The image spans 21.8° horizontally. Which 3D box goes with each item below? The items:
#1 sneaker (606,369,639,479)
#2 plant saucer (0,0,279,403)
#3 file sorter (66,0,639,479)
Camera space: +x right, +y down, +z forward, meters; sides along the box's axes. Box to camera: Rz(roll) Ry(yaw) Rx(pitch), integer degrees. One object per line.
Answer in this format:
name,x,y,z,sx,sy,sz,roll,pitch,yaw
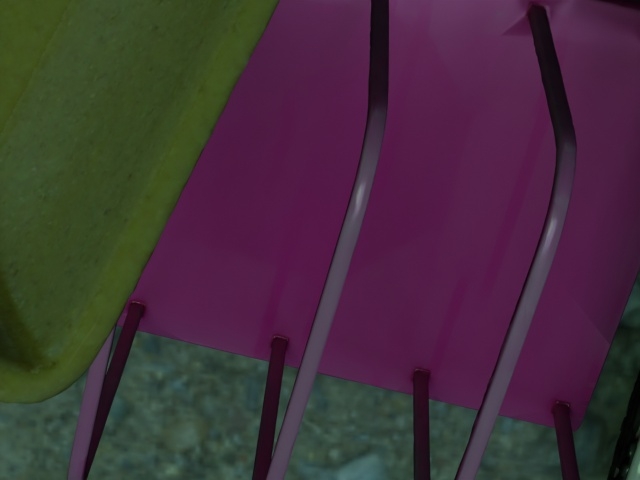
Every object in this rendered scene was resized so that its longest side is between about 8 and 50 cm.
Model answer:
sneaker,0.190,0.086,0.699,0.118,0.107,0.279,19,132,8
plant saucer,-0.150,-0.170,0.475,0.333,0.081,0.333,30,79,-19
file sorter,0.000,0.000,0.654,0.290,0.182,0.202,13,116,-4
